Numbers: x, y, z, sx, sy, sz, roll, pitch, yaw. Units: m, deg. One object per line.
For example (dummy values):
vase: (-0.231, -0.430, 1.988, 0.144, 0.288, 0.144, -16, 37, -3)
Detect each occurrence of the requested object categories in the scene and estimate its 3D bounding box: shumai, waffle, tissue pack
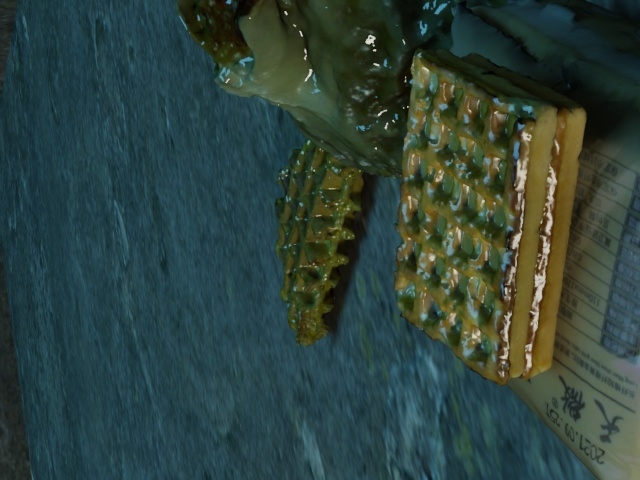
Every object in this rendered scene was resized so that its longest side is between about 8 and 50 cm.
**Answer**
shumai: (0.013, -0.146, 0.985, 0.256, 0.218, 0.189, 136, 138, -62)
waffle: (0.079, -0.013, 0.709, 0.102, 0.042, 0.148, 38, 131, 52)
waffle: (0.000, 0.000, 1.242, 0.160, 0.046, 0.192, -165, 74, -68)
tissue pack: (0.146, -0.005, 0.765, 0.256, 0.123, 0.215, -129, 38, -59)
